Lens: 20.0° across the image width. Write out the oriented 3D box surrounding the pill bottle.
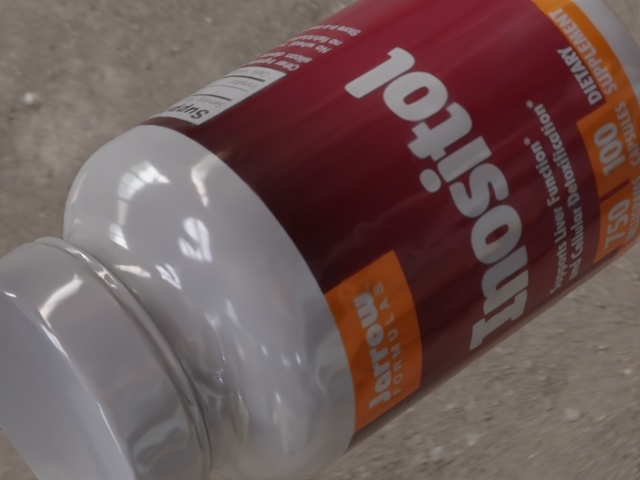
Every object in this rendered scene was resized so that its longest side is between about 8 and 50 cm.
[{"bbox_3d":[0.000,0.000,0.407,0.152,0.086,0.086,-33,77,-27],"label":"pill bottle"}]
